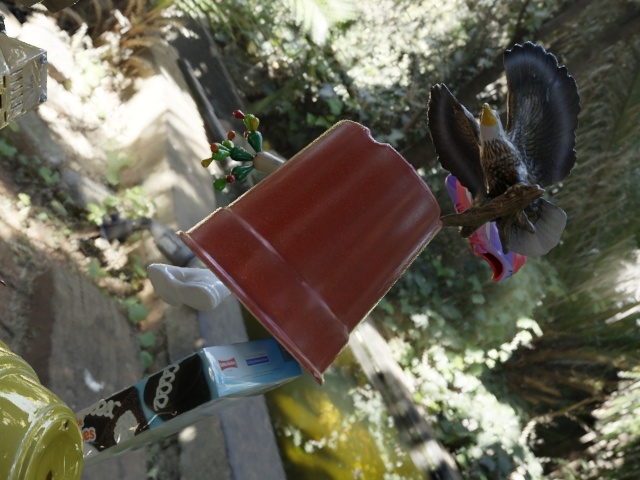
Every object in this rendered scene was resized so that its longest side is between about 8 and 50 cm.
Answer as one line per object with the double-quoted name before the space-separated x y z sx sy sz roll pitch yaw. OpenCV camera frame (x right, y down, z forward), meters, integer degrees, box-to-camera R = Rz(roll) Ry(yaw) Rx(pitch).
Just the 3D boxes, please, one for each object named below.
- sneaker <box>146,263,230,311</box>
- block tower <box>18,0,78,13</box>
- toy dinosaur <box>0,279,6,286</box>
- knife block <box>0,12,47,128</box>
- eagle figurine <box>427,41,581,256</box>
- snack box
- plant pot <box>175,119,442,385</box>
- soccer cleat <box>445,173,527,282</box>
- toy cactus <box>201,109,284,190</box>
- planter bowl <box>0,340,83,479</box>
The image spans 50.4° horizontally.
"sneaker" -0.255 0.083 1.357 0.212 0.094 0.080 15 -54 37
"block tower" -0.230 -0.345 0.565 0.091 0.097 0.335 42 32 -63
"toy dinosaur" -0.482 0.051 0.908 0.090 0.082 0.047 45 -4 24
"knife block" -0.539 -0.256 0.987 0.242 0.088 0.275 20 36 5
"eagle figurine" 0.278 -0.142 1.052 0.225 0.227 0.298 103 -1 -46
"snack box" -0.202 0.210 0.839 0.187 0.322 0.060 8 57 -64
"plant pot" 0.000 0.000 0.899 0.272 0.265 0.272 45 -8 8
"soccer cleat" 0.332 -0.029 1.414 0.248 0.095 0.083 52 -17 -4
"toy cactus" -0.174 -0.208 1.617 0.112 0.181 0.218 103 7 -57
"planter bowl" -0.251 0.184 0.538 0.217 0.091 0.217 4 90 -83
